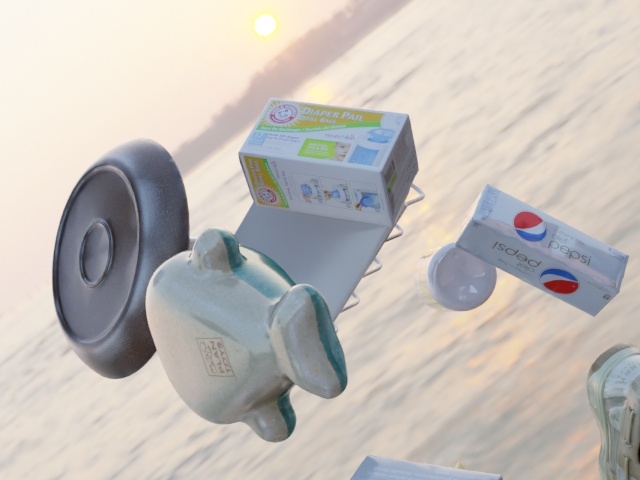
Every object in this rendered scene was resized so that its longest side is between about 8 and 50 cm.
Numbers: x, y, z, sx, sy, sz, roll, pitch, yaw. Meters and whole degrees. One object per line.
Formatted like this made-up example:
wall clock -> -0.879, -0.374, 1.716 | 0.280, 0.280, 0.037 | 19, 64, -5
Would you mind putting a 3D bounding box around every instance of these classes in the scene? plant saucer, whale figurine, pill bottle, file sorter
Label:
plant saucer -> -0.267, 0.019, 1.538 | 0.050, 0.310, 0.310 | 8, -27, -37
whale figurine -> -0.052, 0.082, 1.145 | 0.141, 0.216, 0.272 | -24, 10, -34
pill bottle -> 0.223, 0.063, 2.062 | 0.117, 0.117, 0.215 | -38, 0, -5
file sorter -> 0.000, 0.000, 1.812 | 0.277, 0.193, 0.173 | -58, -13, 17

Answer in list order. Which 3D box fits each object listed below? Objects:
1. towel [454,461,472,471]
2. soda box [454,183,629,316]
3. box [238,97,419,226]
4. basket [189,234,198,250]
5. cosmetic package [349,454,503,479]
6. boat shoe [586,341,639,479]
towel -> 0.257, 0.290, 1.320 | 0.102, 0.237, 0.021 | 10, -82, -83
soda box -> 0.294, 0.014, 1.613 | 0.069, 0.216, 0.074 | -63, 0, -35
box -> 0.012, -0.104, 1.588 | 0.203, 0.103, 0.114 | 9, 50, 22
basket -> -0.284, 0.032, 1.902 | 0.167, 0.113, 0.103 | 0, 20, -45
cosmetic package -> 0.093, 0.293, 0.950 | 0.127, 0.238, 0.107 | 4, 31, 32
boat shoe -> 0.401, 0.256, 1.457 | 0.109, 0.302, 0.098 | -31, 36, -11
